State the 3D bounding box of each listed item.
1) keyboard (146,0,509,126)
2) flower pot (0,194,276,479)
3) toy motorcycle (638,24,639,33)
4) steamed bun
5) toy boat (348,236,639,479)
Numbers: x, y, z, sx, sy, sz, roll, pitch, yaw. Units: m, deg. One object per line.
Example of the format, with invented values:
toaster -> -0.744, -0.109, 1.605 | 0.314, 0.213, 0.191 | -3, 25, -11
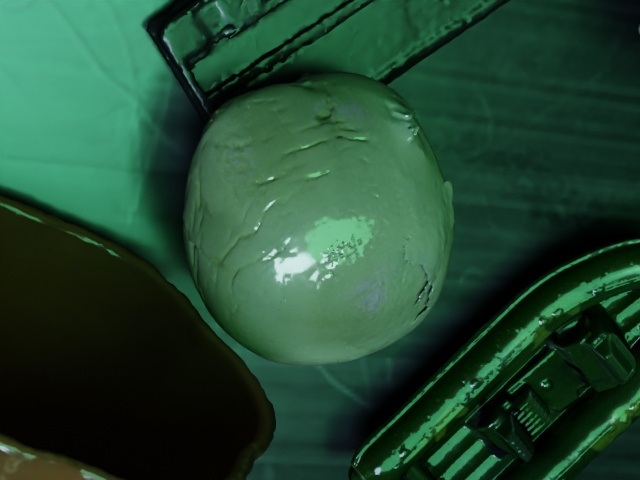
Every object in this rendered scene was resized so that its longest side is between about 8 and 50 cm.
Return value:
keyboard -> 0.048, -0.127, 0.643 | 0.250, 0.017, 0.087 | -35, 116, -7
flower pot -> -0.142, 0.094, 0.573 | 0.191, 0.190, 0.173 | 25, 112, -26
toy motorcycle -> 0.238, -0.112, 0.654 | 0.205, 0.127, 0.275 | 20, 98, -32
steamed bun -> 0.000, 0.000, 0.616 | 0.112, 0.091, 0.130 | -16, 133, -17
toy boat -> 0.108, 0.078, 0.718 | 0.210, 0.052, 0.104 | -41, 115, -2
